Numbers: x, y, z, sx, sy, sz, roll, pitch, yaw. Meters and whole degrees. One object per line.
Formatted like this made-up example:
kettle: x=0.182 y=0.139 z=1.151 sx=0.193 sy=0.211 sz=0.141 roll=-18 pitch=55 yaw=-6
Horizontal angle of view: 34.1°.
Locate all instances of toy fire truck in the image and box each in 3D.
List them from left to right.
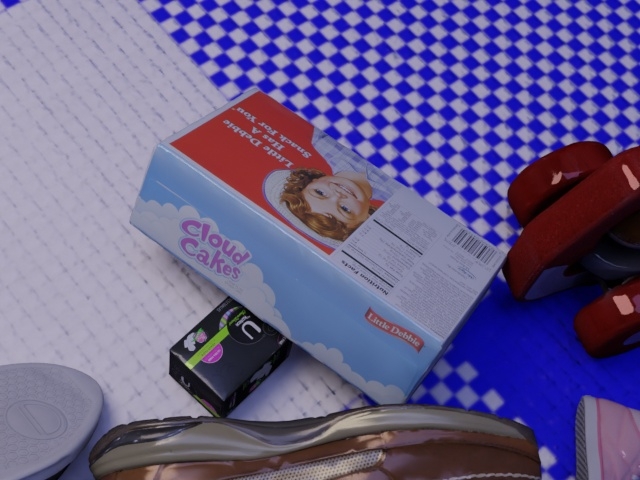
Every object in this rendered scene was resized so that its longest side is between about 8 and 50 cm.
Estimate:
toy fire truck: x=0.303 y=-0.042 z=0.846 sx=0.302 sy=0.254 sz=0.169 roll=-15 pitch=65 yaw=-16

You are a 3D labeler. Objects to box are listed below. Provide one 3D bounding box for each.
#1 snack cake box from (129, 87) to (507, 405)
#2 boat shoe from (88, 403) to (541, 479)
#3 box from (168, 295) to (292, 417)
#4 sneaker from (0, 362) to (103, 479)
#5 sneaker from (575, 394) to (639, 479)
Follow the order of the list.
snack cake box: x=0.000 y=0.000 z=0.839 sx=0.264 sy=0.089 sz=0.152 roll=35 pitch=38 yaw=10
boat shoe: x=-0.003 y=0.191 z=0.757 sx=0.324 sy=0.122 sz=0.120 roll=-3 pitch=67 yaw=-2
box: x=-0.071 y=0.089 z=0.830 sx=0.062 sy=0.052 sz=0.083 roll=40 pitch=62 yaw=14
sneaker: x=-0.255 y=0.201 z=0.718 sx=0.104 sy=0.147 sz=0.296 roll=24 pitch=29 yaw=9
sneaker: x=0.238 y=0.188 z=0.824 sx=0.070 sy=0.051 sz=0.134 roll=10 pitch=54 yaw=1
